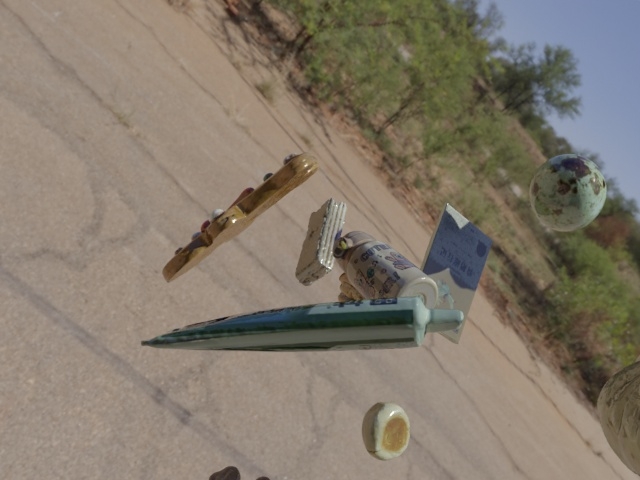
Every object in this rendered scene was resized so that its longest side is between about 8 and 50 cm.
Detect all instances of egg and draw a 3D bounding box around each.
[{"bbox_3d":[0.586,-0.105,1.407,0.169,0.169,0.231,66,4,37],"label":"egg"}]

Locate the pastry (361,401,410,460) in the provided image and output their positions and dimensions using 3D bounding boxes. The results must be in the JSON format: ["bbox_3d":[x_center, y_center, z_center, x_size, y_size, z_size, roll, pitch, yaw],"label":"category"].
[{"bbox_3d":[0.173,0.515,1.601,0.156,0.092,0.156,5,83,-42],"label":"pastry"}]

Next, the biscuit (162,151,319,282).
[{"bbox_3d":[-0.147,-0.047,1.037,0.047,0.339,0.216,52,4,1],"label":"biscuit"}]

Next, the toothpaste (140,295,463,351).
[{"bbox_3d":[-0.024,0.107,0.729,0.099,0.392,0.061,-5,91,-78],"label":"toothpaste"}]

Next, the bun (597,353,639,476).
[{"bbox_3d":[0.636,0.265,0.952,0.359,0.359,0.211,4,78,-65],"label":"bun"}]

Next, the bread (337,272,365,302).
[{"bbox_3d":[0.112,0.105,1.215,0.200,0.116,0.077,-152,-132,-65],"label":"bread"}]

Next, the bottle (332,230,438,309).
[{"bbox_3d":[0.095,0.054,1.002,0.110,0.097,0.209,21,13,-38],"label":"bottle"}]

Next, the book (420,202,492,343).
[{"bbox_3d":[0.341,0.088,1.546,0.217,0.310,0.021,33,-19,-33],"label":"book"}]

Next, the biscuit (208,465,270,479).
[{"bbox_3d":[-0.180,0.536,1.085,0.040,0.144,0.236,78,29,-43],"label":"biscuit"}]

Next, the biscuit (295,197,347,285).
[{"bbox_3d":[0.000,0.000,1.492,0.061,0.108,0.239,33,45,-19],"label":"biscuit"}]
